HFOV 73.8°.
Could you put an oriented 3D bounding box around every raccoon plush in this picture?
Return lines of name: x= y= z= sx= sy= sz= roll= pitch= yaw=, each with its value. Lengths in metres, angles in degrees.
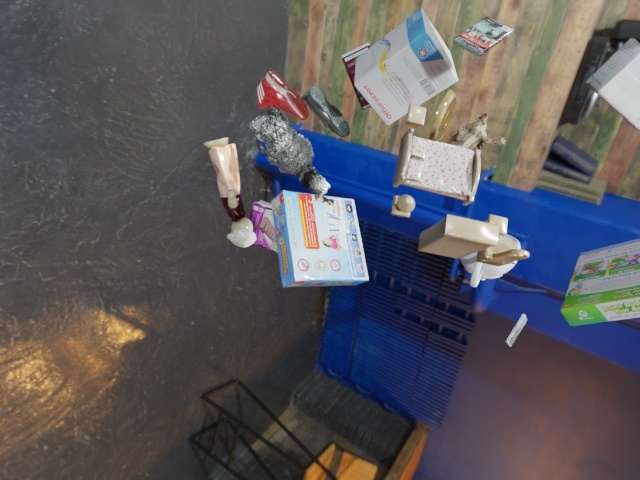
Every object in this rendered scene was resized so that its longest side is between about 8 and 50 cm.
raccoon plush: x=-0.124 y=-0.439 z=1.976 sx=0.216 sy=0.446 sz=0.299 roll=-51 pitch=154 yaw=-7

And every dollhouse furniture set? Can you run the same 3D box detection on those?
dollhouse furniture set: x=0.341 y=-0.148 z=0.982 sx=0.174 sy=0.303 sz=0.356 roll=126 pitch=-24 yaw=-76

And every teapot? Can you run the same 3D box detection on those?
teapot: x=0.654 y=0.072 z=1.688 sx=0.255 sy=0.252 sz=0.187 roll=1 pitch=110 yaw=-15

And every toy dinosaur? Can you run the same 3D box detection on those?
toy dinosaur: x=0.538 y=-0.367 z=1.590 sx=0.295 sy=0.127 sz=0.200 roll=-27 pitch=-173 yaw=-5

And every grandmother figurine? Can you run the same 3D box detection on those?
grandmother figurine: x=-0.273 y=-0.140 z=1.316 sx=0.208 sy=0.103 sz=0.343 roll=-113 pitch=-171 yaw=-73

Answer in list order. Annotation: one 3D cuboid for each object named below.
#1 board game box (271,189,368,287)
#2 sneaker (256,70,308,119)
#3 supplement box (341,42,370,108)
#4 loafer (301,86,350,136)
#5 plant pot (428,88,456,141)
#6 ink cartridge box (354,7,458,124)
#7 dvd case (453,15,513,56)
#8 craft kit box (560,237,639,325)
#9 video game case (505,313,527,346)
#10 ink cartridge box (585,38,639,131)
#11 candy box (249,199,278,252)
board game box: x=0.000 y=0.000 z=1.448 sx=0.301 sy=0.086 sz=0.309 roll=3 pitch=70 yaw=-35
sneaker: x=-0.154 y=-0.531 z=1.648 sx=0.128 sy=0.221 sz=0.087 roll=-34 pitch=-168 yaw=36
supplement box: x=0.194 y=-0.702 z=1.835 sx=0.073 sy=0.130 sz=0.240 roll=-34 pitch=103 yaw=-78
loafer: x=0.026 y=-0.567 z=1.917 sx=0.267 sy=0.084 sz=0.096 roll=45 pitch=49 yaw=-22
plant pot: x=0.519 y=-0.512 z=1.794 sx=0.236 sy=0.032 sz=0.236 roll=-52 pitch=158 yaw=-31
ink cartridge box: x=0.276 y=-0.568 z=1.414 sx=0.198 sy=0.270 sz=0.197 roll=40 pitch=38 yaw=-33
dvd case: x=0.404 y=-0.507 z=1.057 sx=0.119 sy=0.087 sz=0.013 roll=-39 pitch=151 yaw=-11
craft kit box: x=0.702 y=0.081 z=0.962 sx=0.246 sy=0.249 sz=0.061 roll=-38 pitch=98 yaw=-39
video game case: x=0.723 y=0.332 z=1.571 sx=0.122 sy=0.011 sz=0.087 roll=-56 pitch=143 yaw=-4
ink cartridge box: x=0.834 y=-0.414 z=1.046 sx=0.275 sy=0.060 sz=0.239 roll=18 pitch=128 yaw=-31
candy box: x=-0.151 y=-0.040 z=1.597 sx=0.071 sy=0.233 sz=0.159 roll=-43 pitch=149 yaw=-67
